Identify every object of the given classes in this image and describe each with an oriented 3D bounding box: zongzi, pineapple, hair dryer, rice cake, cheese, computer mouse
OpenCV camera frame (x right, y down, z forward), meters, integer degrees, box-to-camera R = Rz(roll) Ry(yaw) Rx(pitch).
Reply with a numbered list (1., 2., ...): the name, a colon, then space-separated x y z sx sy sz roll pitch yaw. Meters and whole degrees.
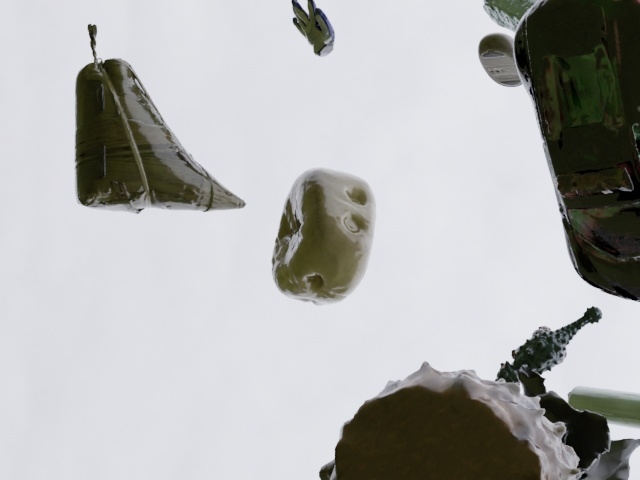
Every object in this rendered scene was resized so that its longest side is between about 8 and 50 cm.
1. zongzi: -0.165 -0.121 1.174 0.081 0.178 0.189 152 -63 -74
2. pineapple: 0.129 0.168 0.753 0.165 0.364 0.166 -5 -102 25
3. hair dryer: 0.301 0.167 1.034 0.236 0.073 0.131 2 -119 60
4. rice cake: 0.240 -0.220 1.152 0.045 0.042 0.245 -37 -148 -4
5. cheese: 0.000 0.000 1.737 0.235 0.117 0.218 -112 -138 -63
6. computer mouse: 0.264 -0.263 1.619 0.066 0.096 0.039 3 -121 38

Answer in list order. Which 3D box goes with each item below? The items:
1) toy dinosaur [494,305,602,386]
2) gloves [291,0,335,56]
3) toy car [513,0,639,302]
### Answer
1. toy dinosaur: 0.261 0.125 1.308 0.154 0.055 0.049 -38 -101 5
2. gloves: -0.009 -0.291 1.511 0.086 0.026 0.064 55 -33 11
3. toy car: 0.122 -0.036 0.463 0.069 0.055 0.142 -4 -70 45
